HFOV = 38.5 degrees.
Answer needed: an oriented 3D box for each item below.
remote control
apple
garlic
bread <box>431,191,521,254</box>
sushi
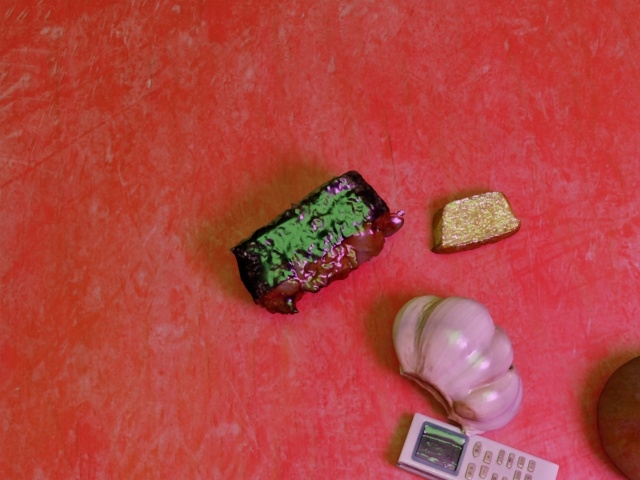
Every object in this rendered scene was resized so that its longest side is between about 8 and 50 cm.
[{"bbox_3d":[0.287,0.413,1.681,0.277,0.055,0.103,19,63,9],"label":"remote control"},{"bbox_3d":[0.623,0.318,1.614,0.257,0.234,0.256,-1,74,4],"label":"apple"},{"bbox_3d":[0.268,0.203,1.698,0.281,0.184,0.203,36,51,17],"label":"garlic"},{"bbox_3d":[0.307,-0.035,1.842,0.187,0.065,0.103,-12,76,0],"label":"bread"},{"bbox_3d":[0.000,0.000,1.790,0.343,0.196,0.182,-33,91,-3],"label":"sushi"}]
